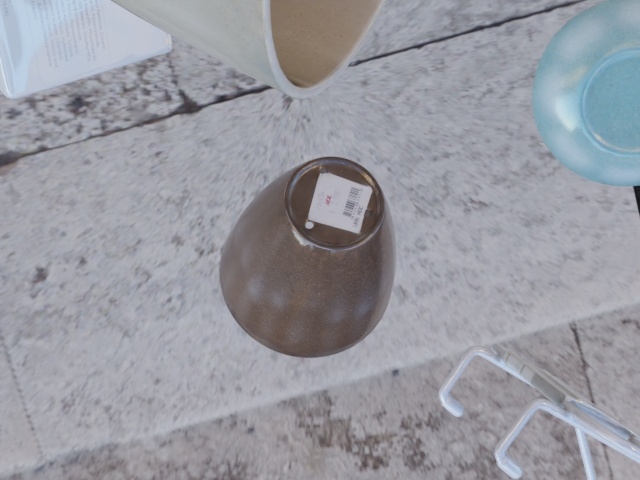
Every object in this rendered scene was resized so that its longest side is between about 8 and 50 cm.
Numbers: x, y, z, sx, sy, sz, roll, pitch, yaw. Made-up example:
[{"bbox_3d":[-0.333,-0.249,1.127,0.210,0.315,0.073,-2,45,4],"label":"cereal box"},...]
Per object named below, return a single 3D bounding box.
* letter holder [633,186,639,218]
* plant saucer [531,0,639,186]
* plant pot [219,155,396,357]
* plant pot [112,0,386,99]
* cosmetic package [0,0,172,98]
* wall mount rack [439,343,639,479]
[{"bbox_3d":[0.535,-0.057,1.200,0.302,0.214,0.152,-19,74,39],"label":"letter holder"},{"bbox_3d":[0.307,-0.140,1.065,0.195,0.037,0.195,2,111,6],"label":"plant saucer"},{"bbox_3d":[0.000,0.000,1.233,0.215,0.230,0.215,3,69,-8],"label":"plant pot"},{"bbox_3d":[-0.095,-0.240,0.574,0.274,0.256,0.256,21,98,14],"label":"plant pot"},{"bbox_3d":[-0.271,-0.259,1.102,0.184,0.151,0.151,-22,129,-27],"label":"cosmetic package"},{"bbox_3d":[0.310,0.259,1.324,0.304,0.350,0.130,32,93,-16],"label":"wall mount rack"}]
